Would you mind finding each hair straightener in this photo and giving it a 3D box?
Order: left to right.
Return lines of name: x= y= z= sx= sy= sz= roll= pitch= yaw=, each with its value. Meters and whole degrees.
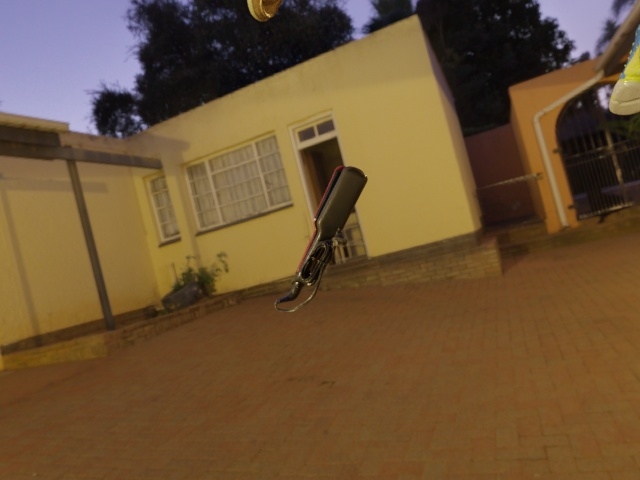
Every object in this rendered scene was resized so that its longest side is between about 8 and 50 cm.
hair straightener: x=0.000 y=0.000 z=0.659 sx=0.047 sy=0.230 sz=0.089 roll=31 pitch=-2 yaw=-16

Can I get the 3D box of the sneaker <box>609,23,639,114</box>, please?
sneaker: x=0.690 y=-0.380 z=0.994 sx=0.091 sy=0.126 sz=0.240 roll=15 pitch=-26 yaw=9

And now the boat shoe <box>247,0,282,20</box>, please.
boat shoe: x=-0.046 y=-0.350 z=0.588 sx=0.048 sy=0.152 sz=0.056 roll=28 pitch=10 yaw=28
